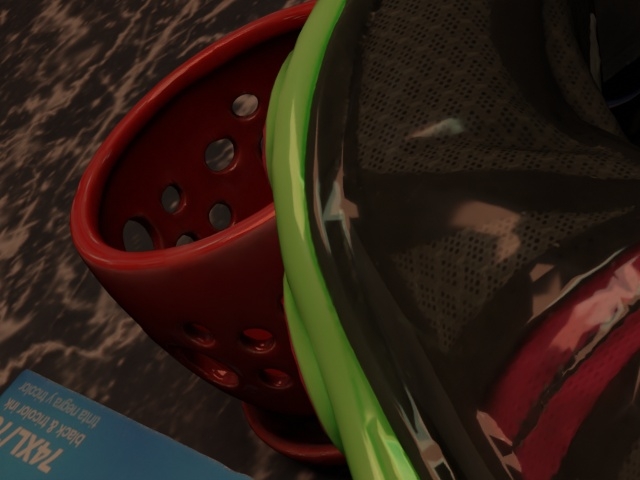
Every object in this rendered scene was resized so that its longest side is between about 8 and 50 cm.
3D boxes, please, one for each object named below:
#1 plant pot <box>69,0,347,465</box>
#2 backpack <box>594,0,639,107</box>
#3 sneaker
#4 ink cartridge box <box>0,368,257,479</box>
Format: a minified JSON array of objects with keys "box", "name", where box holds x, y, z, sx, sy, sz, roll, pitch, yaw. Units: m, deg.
[{"box":[0.000,0.000,0.748,0.191,0.174,0.191,-25,36,19],"name":"plant pot"},{"box":[0.106,-0.192,0.812,0.213,0.276,0.263,-23,26,51],"name":"backpack"},{"box":[0.110,0.068,0.435,0.202,0.185,0.483,-24,50,17],"name":"sneaker"},{"box":[-0.093,0.226,0.536,0.197,0.198,0.270,15,59,50],"name":"ink cartridge box"}]
